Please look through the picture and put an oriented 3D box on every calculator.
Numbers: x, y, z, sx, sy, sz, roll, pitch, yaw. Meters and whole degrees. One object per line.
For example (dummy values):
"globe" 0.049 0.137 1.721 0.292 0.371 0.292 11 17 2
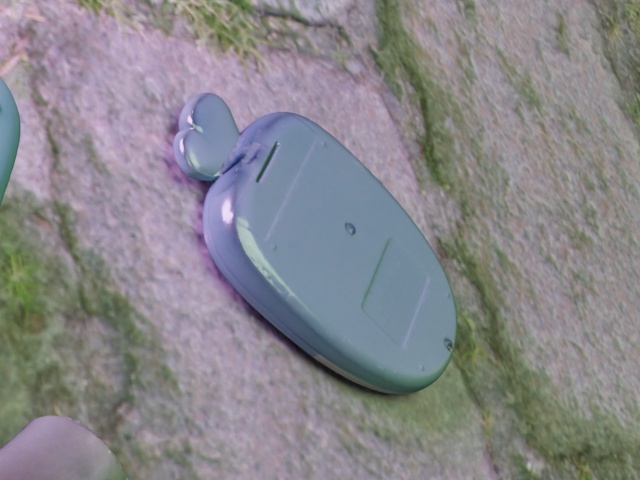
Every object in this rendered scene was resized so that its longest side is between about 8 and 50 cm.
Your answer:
"calculator" 0.000 0.000 1.194 0.303 0.042 0.188 44 44 -20

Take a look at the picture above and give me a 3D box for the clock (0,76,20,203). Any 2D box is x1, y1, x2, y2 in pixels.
"clock" -0.322 -0.061 0.883 0.274 0.094 0.223 32 47 -24

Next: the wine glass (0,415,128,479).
"wine glass" -0.204 0.192 0.838 0.103 0.103 0.231 55 38 -4
